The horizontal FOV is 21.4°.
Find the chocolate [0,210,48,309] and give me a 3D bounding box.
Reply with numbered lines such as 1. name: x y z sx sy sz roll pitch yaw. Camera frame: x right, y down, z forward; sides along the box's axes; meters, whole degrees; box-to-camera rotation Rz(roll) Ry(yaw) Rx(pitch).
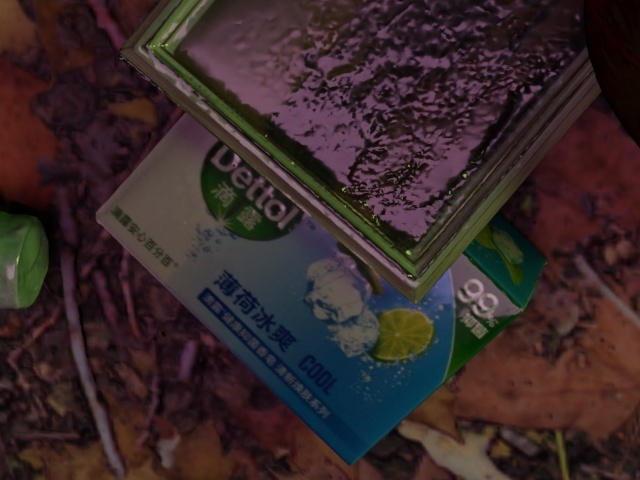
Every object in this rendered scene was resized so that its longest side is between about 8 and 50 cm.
1. chocolate: -0.300 -0.004 0.984 0.291 0.110 0.110 8 112 13

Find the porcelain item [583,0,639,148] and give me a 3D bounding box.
1. porcelain item: 0.243 -0.112 0.717 0.253 0.253 0.253 6 112 16

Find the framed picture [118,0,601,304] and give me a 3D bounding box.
1. framed picture: 0.053 -0.124 0.815 0.197 0.014 0.252 40 96 1

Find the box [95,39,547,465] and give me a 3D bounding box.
1. box: 0.000 0.000 0.895 0.194 0.073 0.139 44 117 -1
